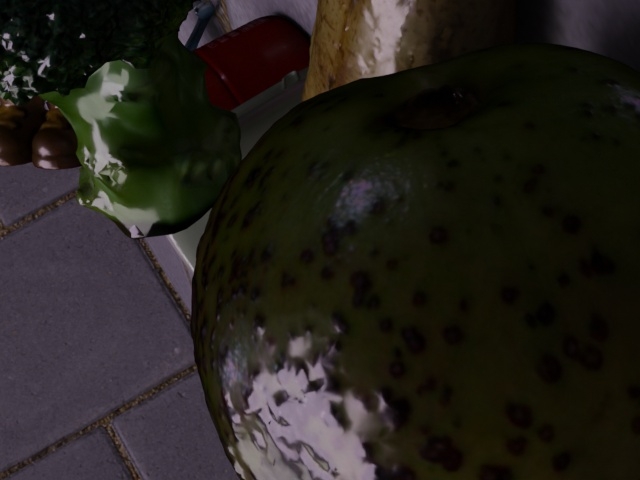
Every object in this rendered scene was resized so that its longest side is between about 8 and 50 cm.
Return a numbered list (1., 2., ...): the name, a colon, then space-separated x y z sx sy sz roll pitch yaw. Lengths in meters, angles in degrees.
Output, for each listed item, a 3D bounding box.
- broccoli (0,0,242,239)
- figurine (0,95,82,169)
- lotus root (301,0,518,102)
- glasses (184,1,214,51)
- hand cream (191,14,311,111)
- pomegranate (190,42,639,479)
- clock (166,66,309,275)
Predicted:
1. broccoli: -0.119 -0.145 0.715 0.297 0.297 0.297 50 174 44
2. figurine: -0.252 -0.244 1.118 0.186 0.261 0.382 -50 -40 -63
3. lotus root: 0.037 -0.068 0.649 0.110 0.097 0.258 58 166 30
4. glasses: -0.091 -0.092 1.200 0.190 0.088 0.220 58 169 18
5. hand cream: -0.044 -0.050 0.989 0.193 0.125 0.193 57 170 16
6. pomegranate: 0.062 0.053 0.515 0.214 0.214 0.248 47 151 52
7. clock: 0.000 0.000 0.866 0.191 0.151 0.062 59 -174 -16
